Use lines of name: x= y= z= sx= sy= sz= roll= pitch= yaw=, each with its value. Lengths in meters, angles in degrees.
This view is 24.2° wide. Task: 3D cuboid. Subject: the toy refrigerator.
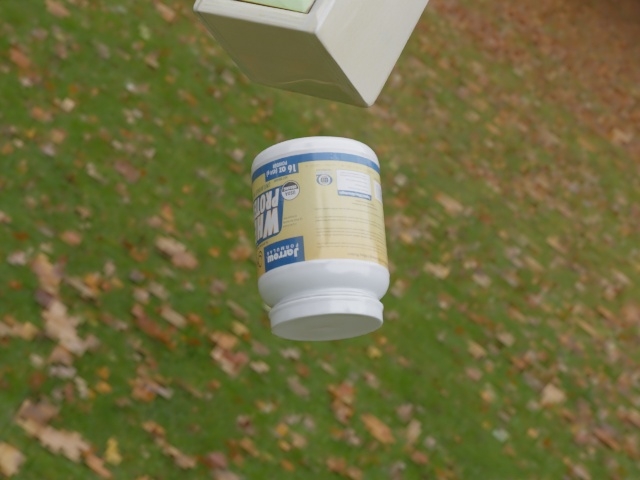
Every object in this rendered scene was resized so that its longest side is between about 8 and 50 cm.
toy refrigerator: x=0.034 y=-0.229 z=0.969 sx=0.102 sy=0.269 sz=0.094 roll=17 pitch=-19 yaw=35

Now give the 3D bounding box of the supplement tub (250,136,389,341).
supplement tub: x=0.000 y=0.000 z=1.641 sx=0.144 sy=0.144 sz=0.199 roll=16 pitch=63 yaw=-47
